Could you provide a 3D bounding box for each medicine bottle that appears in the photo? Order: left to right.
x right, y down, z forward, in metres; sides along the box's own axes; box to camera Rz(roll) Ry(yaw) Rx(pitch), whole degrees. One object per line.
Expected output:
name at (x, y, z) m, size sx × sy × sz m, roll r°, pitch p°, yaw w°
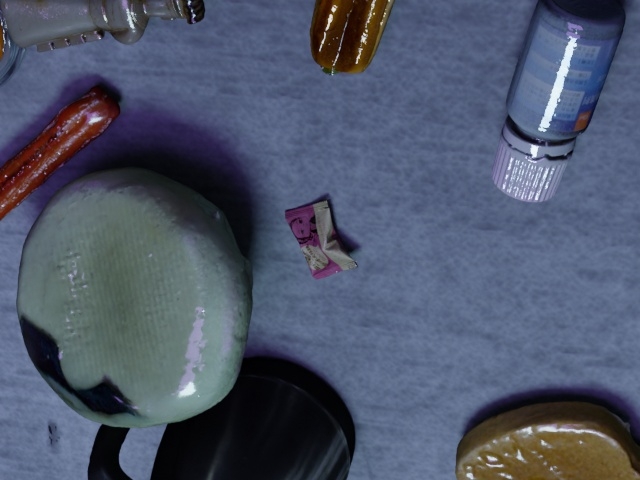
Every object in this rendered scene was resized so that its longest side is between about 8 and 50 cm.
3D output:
medicine bottle at (0.214, -0.133, 1.405) m, size 0.083 × 0.083 × 0.203 m, roll 20°, pitch 126°, yaw 6°

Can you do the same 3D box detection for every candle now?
candle at (-0.332, -0.069, 1.659) m, size 0.051 × 0.048 × 0.329 m, roll 37°, pitch 126°, yaw -24°

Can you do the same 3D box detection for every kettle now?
kettle at (-0.100, 0.269, 1.658) m, size 0.207 × 0.271 × 0.251 m, roll -10°, pitch 119°, yaw 24°

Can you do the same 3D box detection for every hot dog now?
hot dog at (0.037, -0.237, 1.416) m, size 0.072 × 0.055 × 0.188 m, roll 21°, pitch 126°, yaw 1°

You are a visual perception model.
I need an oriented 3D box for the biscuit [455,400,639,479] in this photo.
biscuit at (0.315, 0.314, 1.676) m, size 0.287 × 0.057 × 0.344 m, roll -17°, pitch 114°, yaw 28°

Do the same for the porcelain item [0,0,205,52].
porcelain item at (-0.212, -0.234, 1.503) m, size 0.213 × 0.054 × 0.084 m, roll -1°, pitch 124°, yaw 21°

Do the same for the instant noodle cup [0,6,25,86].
instant noodle cup at (-0.407, -0.205, 1.546) m, size 0.177 × 0.125 × 0.208 m, roll 24°, pitch 126°, yaw 4°

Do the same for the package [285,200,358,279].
package at (0.000, 0.000, 1.599) m, size 0.059 × 0.029 × 0.083 m, roll -16°, pitch 105°, yaw 35°

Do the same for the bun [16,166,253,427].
bun at (-0.181, 0.058, 1.615) m, size 0.283 × 0.179 × 0.283 m, roll 1°, pitch 93°, yaw 27°
